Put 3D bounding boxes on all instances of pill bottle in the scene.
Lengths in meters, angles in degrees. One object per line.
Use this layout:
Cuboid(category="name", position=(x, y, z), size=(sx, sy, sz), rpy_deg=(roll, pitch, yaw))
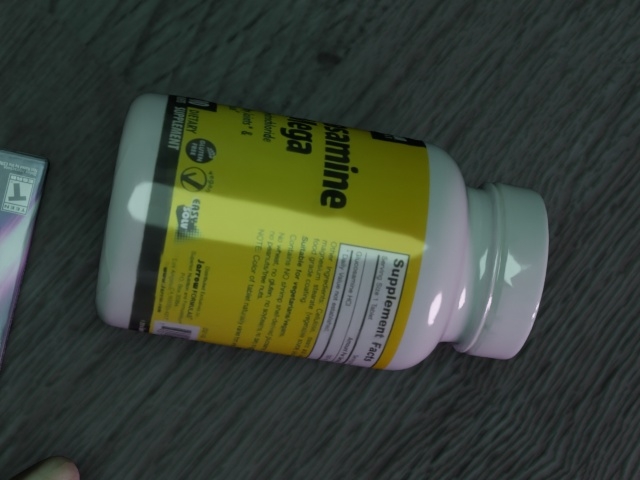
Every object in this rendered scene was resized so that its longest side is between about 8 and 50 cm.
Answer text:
Cuboid(category="pill bottle", position=(0.000, 0.000, 1.030), size=(0.334, 0.188, 0.188), rpy_deg=(9, 81, -8))

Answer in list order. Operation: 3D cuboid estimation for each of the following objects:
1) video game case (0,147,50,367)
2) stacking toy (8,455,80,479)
Cuboid(category="video game case", position=(-0.349, 0.044, 1.055), size=(0.196, 0.026, 0.274), rpy_deg=(13, 80, -7))
Cuboid(category="stacking toy", position=(-0.164, 0.335, 0.994), size=(0.141, 0.141, 0.330), rpy_deg=(-34, 92, -11))
